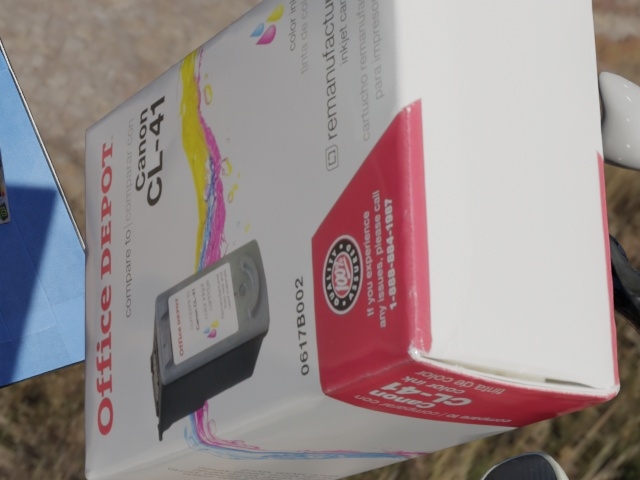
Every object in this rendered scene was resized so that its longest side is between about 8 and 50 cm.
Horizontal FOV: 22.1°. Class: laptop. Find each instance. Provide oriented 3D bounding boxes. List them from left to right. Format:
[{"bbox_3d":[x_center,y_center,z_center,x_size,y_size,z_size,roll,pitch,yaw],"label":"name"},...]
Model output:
[{"bbox_3d":[-0.485,0.023,1.658,0.408,0.236,0.382,-26,99,-34],"label":"laptop"}]

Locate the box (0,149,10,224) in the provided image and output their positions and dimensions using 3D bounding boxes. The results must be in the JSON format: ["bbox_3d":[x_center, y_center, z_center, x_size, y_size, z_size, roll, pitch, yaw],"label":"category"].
[{"bbox_3d":[-0.308,-0.058,1.285,0.036,0.114,0.207,-6,5,13],"label":"box"}]

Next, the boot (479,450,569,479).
[{"bbox_3d":[0.181,0.292,1.249,0.176,0.088,0.244,59,19,-28],"label":"boot"}]

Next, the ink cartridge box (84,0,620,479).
[{"bbox_3d":[0.000,0.000,0.850,0.131,0.306,0.226,11,66,-35],"label":"ink cartridge box"}]

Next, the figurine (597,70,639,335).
[{"bbox_3d":[0.260,-0.003,1.190,0.209,0.215,0.092,31,42,20],"label":"figurine"}]
